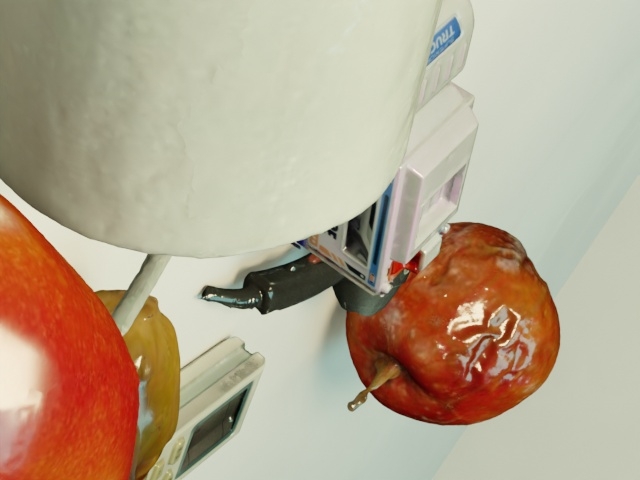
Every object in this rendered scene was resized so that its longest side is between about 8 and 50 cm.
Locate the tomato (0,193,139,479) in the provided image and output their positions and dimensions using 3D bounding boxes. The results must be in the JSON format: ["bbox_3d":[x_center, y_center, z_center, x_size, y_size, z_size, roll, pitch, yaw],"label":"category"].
[{"bbox_3d":[-0.227,0.083,0.472,0.298,0.226,0.298,-40,158,-19],"label":"tomato"}]

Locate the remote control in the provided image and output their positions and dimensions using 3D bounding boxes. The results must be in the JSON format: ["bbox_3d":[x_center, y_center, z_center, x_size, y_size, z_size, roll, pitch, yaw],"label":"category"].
[{"bbox_3d":[-0.155,0.191,1.097,0.277,0.055,0.103,-33,153,-47],"label":"remote control"}]

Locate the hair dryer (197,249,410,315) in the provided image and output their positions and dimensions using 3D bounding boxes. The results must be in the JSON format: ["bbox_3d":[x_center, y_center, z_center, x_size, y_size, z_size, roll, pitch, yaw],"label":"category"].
[{"bbox_3d":[0.000,0.000,1.125,0.272,0.091,0.235,-30,141,-44],"label":"hair dryer"}]

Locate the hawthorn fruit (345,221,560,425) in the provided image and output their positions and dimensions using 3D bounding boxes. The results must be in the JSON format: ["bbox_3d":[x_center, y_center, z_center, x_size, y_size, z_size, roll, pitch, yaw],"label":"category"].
[{"bbox_3d":[0.121,0.107,1.378,0.272,0.242,0.242,-31,152,-28],"label":"hawthorn fruit"}]

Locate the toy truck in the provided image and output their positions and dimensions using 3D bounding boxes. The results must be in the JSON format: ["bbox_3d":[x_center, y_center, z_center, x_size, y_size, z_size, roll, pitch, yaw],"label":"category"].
[{"bbox_3d":[0.036,-0.094,0.916,0.124,0.155,0.268,-44,158,-29],"label":"toy truck"}]

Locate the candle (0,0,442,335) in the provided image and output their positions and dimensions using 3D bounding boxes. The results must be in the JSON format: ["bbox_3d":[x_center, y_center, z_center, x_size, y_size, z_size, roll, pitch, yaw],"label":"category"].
[{"bbox_3d":[-0.048,-0.129,0.539,0.221,0.221,0.342,-39,153,-40],"label":"candle"}]

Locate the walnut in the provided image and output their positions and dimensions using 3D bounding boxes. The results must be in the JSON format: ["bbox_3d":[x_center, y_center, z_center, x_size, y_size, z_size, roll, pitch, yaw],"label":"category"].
[{"bbox_3d":[-0.174,0.134,0.844,0.245,0.137,0.137,-62,160,19],"label":"walnut"}]
